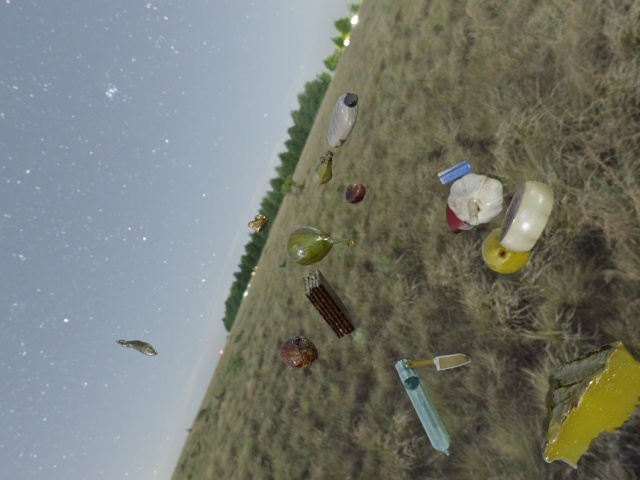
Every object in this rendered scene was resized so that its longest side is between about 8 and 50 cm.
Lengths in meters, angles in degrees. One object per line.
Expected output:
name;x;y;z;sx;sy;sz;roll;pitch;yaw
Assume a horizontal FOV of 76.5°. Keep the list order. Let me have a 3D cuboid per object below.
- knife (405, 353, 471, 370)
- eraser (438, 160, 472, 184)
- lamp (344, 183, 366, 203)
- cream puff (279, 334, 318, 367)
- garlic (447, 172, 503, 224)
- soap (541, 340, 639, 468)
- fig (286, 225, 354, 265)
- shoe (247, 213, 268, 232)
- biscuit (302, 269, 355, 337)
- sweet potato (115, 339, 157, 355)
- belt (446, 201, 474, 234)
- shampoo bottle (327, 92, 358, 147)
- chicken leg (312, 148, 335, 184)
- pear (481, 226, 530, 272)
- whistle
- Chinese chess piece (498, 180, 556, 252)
knife;0.405;0.421;1.392;0.022;0.255;0.046;136;130;-67
eraser;0.377;-0.192;1.143;0.084;0.027;0.063;-27;10;17
lamp;0.154;-0.208;1.793;0.101;0.090;0.101;-35;28;22
cream puff;-0.080;0.409;1.516;0.149;0.148;0.085;-85;-4;-69
garlic;0.540;-0.116;1.439;0.226;0.199;0.199;-54;-5;-44
soap;0.788;0.486;1.162;0.339;0.169;0.305;94;-161;-59
fig;0.000;0.000;1.466;0.259;0.151;0.151;-21;35;31
shoe;-0.280;-0.082;1.833;0.072;0.069;0.109;109;-175;-50
biscuit;0.028;0.217;1.398;0.070;0.252;0.106;-31;25;8
sweet potato;-0.609;0.354;1.360;0.041;0.153;0.038;59;-135;-74
belt;0.752;-0.142;2.150;0.124;0.128;0.201;-27;54;53
shampoo bottle;0.080;-0.424;1.419;0.257;0.078;0.127;118;147;-72
chicken leg;0.016;-0.266;1.433;0.178;0.070;0.093;113;158;-65
pear;0.814;0.045;1.796;0.209;0.208;0.209;-158;90;-84
whistle;0.328;0.524;1.299;0.062;0.062;0.312;-64;32;32
Chinese chess piece;0.767;-0.088;1.517;0.270;0.112;0.270;21;-90;-75
